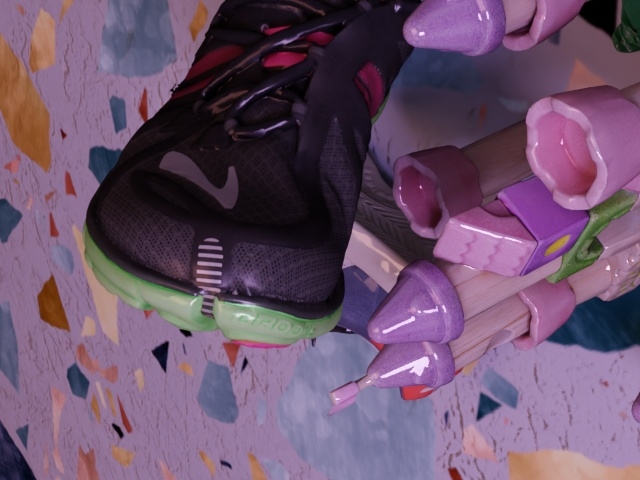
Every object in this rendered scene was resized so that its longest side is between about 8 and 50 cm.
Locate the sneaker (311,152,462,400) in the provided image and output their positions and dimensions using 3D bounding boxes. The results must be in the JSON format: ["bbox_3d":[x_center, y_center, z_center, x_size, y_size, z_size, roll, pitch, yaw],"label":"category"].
[{"bbox_3d":[0.000,0.000,1.109,0.350,0.131,0.148,45,130,31],"label":"sneaker"}]

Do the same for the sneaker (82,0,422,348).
[{"bbox_3d":[-0.034,-0.105,0.878,0.185,0.482,0.202,14,124,-1],"label":"sneaker"}]

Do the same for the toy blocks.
[{"bbox_3d":[0.145,0.008,0.782,0.309,0.260,0.288,55,153,21],"label":"toy blocks"}]

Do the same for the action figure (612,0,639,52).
[{"bbox_3d":[0.255,-0.175,0.787,0.232,0.063,0.137,-36,76,58],"label":"action figure"}]
